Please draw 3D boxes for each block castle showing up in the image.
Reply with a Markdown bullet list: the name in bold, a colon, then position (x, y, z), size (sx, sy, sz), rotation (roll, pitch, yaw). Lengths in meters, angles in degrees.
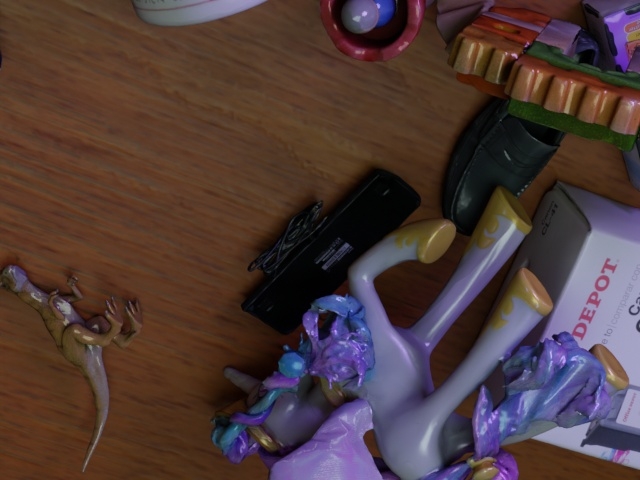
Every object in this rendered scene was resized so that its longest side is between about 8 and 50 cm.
- **block castle**: position (0.243, -0.234, 1.220), size (0.453, 0.213, 0.303), rotation (18, 113, 11)

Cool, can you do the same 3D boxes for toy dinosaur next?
- **toy dinosaur**: position (-0.221, 0.099, 1.452), size (0.112, 0.064, 0.211), rotation (-23, 105, 19)

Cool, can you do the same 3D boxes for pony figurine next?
- **pony figurine**: position (0.080, 0.170, 1.367), size (0.363, 0.351, 0.303), rotation (-40, 147, 19)

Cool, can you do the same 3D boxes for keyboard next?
- **keyboard**: position (0.000, 0.000, 1.465), size (0.192, 0.038, 0.100), rotation (-45, 135, 8)

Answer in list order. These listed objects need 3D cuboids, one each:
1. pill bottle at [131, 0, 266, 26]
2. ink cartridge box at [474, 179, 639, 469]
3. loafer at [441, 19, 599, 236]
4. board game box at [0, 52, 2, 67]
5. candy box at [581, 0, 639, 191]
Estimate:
- **pill bottle**: position (-0.117, -0.329, 1.234), size (0.161, 0.161, 0.283), rotation (-20, 114, -2)
- **ink cartridge box**: position (0.331, 0.103, 1.505), size (0.306, 0.131, 0.226), rotation (16, 108, -17)
- **loafer**: position (0.183, -0.098, 1.425), size (0.076, 0.078, 0.223), rotation (26, 105, -18)
- **board game box**: position (-0.403, -0.208, 1.296), size (0.243, 0.042, 0.165), rotation (-9, 112, -7)
- **candy box**: position (0.351, -0.154, 1.438), size (0.164, 0.070, 0.196), rotation (-21, 113, -2)
